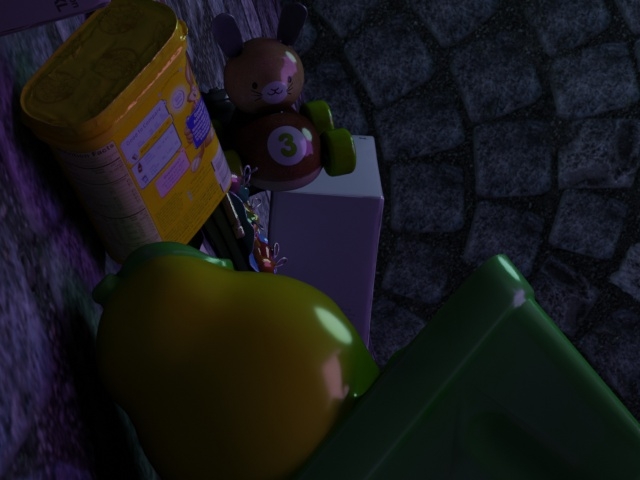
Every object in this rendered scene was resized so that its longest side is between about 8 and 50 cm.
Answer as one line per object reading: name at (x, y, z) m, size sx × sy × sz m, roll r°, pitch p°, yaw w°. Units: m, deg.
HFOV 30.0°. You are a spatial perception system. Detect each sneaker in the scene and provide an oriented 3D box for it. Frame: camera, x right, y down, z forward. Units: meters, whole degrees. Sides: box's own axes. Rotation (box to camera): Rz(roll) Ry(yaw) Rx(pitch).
sneaker at (-0.099, -0.113, 1.455) m, size 0.234 × 0.078 × 0.106 m, roll 61°, pitch 13°, yaw -75°

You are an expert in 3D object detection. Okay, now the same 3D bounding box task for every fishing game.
fishing game at (-0.059, -0.016, 1.078) m, size 0.264 × 0.041 × 0.189 m, roll 68°, pitch 0°, yaw -67°

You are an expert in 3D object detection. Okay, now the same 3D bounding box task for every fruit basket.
fruit basket at (0.004, 0.160, 0.845) m, size 0.283 × 0.392 × 0.392 m, roll 62°, pitch 14°, yaw -66°

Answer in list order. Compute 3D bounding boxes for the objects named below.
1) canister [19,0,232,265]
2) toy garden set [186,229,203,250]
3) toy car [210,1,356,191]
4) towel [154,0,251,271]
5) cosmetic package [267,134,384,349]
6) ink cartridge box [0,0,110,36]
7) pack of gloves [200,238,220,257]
canister at (-0.133, -0.071, 0.867) m, size 0.126 × 0.073 × 0.170 m, roll -53°, pitch 149°, yaw -26°
toy garden set at (-0.095, 0.105, 0.997) m, size 0.204 × 0.049 × 0.244 m, roll -87°, pitch 154°, yaw -74°
toy car at (-0.055, -0.160, 1.285) m, size 0.149 × 0.155 × 0.188 m, roll -122°, pitch -156°, yaw -54°
towel at (-0.141, -0.139, 1.134) m, size 0.237 × 0.037 × 0.329 m, roll 68°, pitch 2°, yaw -51°
cosmetic package at (0.000, 0.000, 1.540) m, size 0.224 × 0.138 × 0.225 m, roll -92°, pitch -173°, yaw -67°
ink cartridge box at (-0.203, -0.265, 0.736) m, size 0.172 × 0.100 × 0.237 m, roll 69°, pitch 8°, yaw -47°
pack of gloves at (-0.099, 0.016, 1.309) m, size 0.232 × 0.046 × 0.195 m, roll 67°, pitch 11°, yaw -55°
